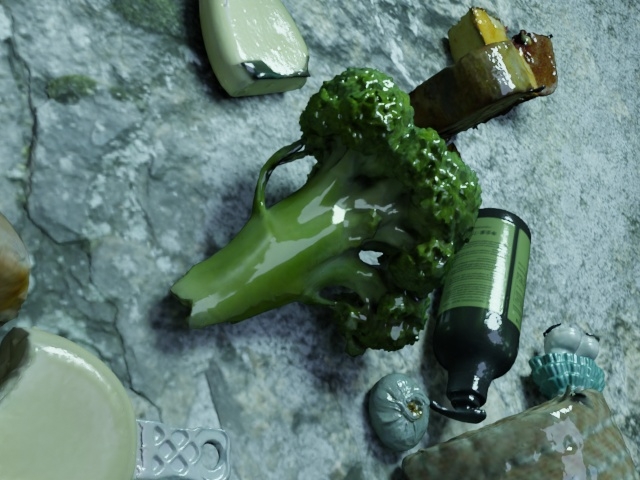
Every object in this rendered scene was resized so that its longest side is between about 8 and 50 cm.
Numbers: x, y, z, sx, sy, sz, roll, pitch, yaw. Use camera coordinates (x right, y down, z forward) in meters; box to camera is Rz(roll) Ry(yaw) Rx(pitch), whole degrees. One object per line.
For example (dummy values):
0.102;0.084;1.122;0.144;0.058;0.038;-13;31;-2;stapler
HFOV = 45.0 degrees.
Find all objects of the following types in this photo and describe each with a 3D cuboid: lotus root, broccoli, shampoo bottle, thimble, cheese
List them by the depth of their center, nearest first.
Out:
-0.176;0.169;0.565;0.249;0.071;0.163;38;49;-27;cheese
0.021;-0.003;0.801;0.302;0.186;0.254;-48;117;0;broccoli
0.210;0.251;0.808;0.196;0.229;0.148;62;8;-73;thimble
-0.099;-0.282;0.865;0.127;0.054;0.251;-17;83;-47;cheese
0.194;0.092;0.942;0.101;0.101;0.284;39;48;-25;shampoo bottle
0.166;-0.169;0.987;0.170;0.260;0.074;-25;89;-15;lotus root

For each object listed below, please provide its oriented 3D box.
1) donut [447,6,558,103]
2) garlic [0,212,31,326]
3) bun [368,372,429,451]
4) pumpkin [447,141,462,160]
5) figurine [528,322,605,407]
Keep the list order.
0.287;-0.277;1.218;0.217;0.085;0.141;10;65;-41;donut
-0.295;0.044;0.482;0.245;0.145;0.164;-45;136;-43;garlic
0.088;0.184;0.835;0.083;0.045;0.083;16;63;-34;bun
0.172;-0.075;1.051;0.073;0.035;0.101;57;40;-31;pumpkin
0.318;0.228;1.003;0.138;0.110;0.245;27;50;-22;figurine
